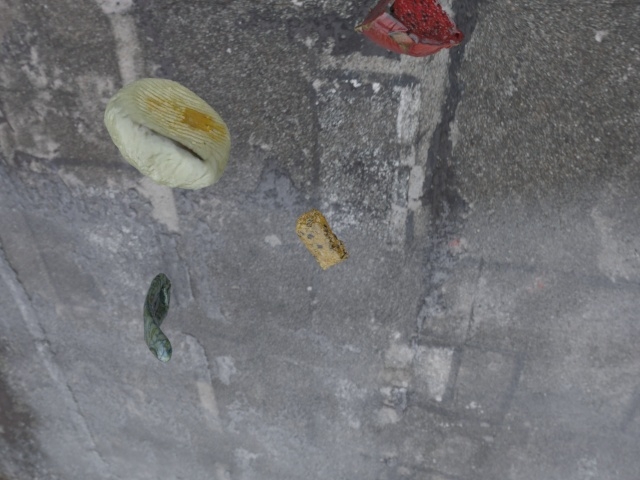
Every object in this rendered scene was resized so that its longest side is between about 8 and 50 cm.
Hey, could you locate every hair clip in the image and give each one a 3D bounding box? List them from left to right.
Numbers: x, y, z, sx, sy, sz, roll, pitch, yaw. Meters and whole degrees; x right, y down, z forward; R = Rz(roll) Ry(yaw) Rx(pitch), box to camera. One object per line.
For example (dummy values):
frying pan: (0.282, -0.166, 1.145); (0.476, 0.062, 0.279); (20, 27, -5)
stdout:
hair clip: (-0.218, 0.101, 0.621); (0.036, 0.229, 0.065); (-2, 105, -17)

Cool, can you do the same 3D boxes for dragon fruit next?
dragon fruit: (0.153, -0.359, 0.815); (0.161, 0.120, 0.127); (37, 160, -14)

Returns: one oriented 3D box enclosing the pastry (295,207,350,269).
pastry: (0.000, 0.000, 0.950); (0.080, 0.056, 0.140); (-15, 123, 38)

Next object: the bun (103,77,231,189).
bun: (-0.305, -0.199, 0.915); (0.244, 0.243, 0.153); (39, 121, -8)
